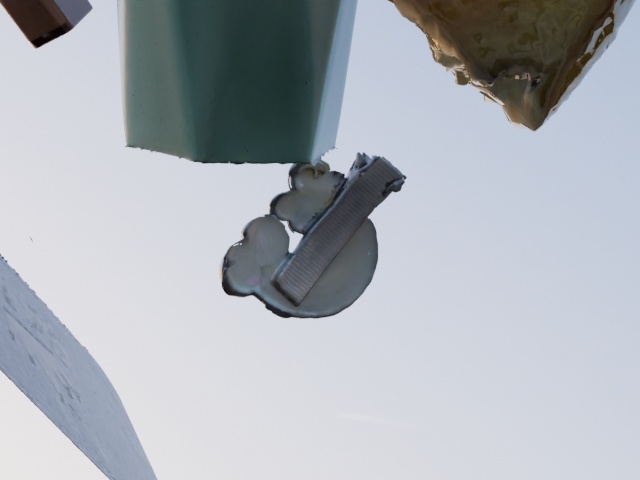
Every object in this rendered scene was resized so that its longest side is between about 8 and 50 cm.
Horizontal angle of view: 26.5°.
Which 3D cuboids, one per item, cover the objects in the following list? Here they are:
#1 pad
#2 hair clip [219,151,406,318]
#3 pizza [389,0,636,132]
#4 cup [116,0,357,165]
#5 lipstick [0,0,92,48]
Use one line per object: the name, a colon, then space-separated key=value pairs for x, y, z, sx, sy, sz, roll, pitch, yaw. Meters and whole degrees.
pad: x=-0.208 y=0.042 z=1.049 sx=0.063 sy=0.315 sz=0.375 roll=-35 pitch=-46 yaw=-3
hair clip: x=0.000 y=0.000 z=1.120 sx=0.116 sy=0.172 sz=0.049 roll=41 pitch=-12 yaw=-12
pizza: x=0.073 y=-0.218 z=0.499 sx=0.258 sy=0.087 sz=0.268 roll=-45 pitch=-100 yaw=11
cup: x=-0.043 y=-0.160 z=0.667 sx=0.134 sy=0.148 sz=0.236 roll=1 pitch=-75 yaw=-14
lipstick: x=-0.228 y=-0.212 z=0.980 sx=0.045 sy=0.045 sz=0.145 roll=-18 pitch=-63 yaw=36
